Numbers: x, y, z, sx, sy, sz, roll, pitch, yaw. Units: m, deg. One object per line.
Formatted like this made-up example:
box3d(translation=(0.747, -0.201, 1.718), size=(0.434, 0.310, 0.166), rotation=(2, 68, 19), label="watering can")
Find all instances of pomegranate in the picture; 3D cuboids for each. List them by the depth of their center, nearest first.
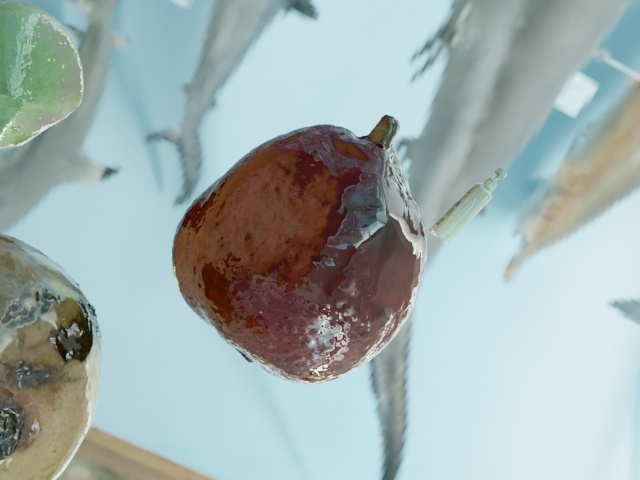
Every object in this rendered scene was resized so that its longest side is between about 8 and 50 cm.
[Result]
box3d(translation=(-0.373, 0.136, 1.531), size=(0.322, 0.322, 0.322), rotation=(-57, -164, 26), label="pomegranate")

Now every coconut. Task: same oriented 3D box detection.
box3d(translation=(-0.419, -0.218, 2.002), size=(0.236, 0.236, 0.204), rotation=(-110, -144, -71), label="coconut")

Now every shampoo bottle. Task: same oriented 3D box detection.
box3d(translation=(0.218, -0.053, 2.239), size=(0.141, 0.034, 0.049), rotation=(-45, -172, 0), label="shampoo bottle")

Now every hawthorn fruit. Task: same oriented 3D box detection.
box3d(translation=(0.000, 0.000, 1.671), size=(0.307, 0.265, 0.265), rotation=(-54, -165, 1), label="hawthorn fruit")
